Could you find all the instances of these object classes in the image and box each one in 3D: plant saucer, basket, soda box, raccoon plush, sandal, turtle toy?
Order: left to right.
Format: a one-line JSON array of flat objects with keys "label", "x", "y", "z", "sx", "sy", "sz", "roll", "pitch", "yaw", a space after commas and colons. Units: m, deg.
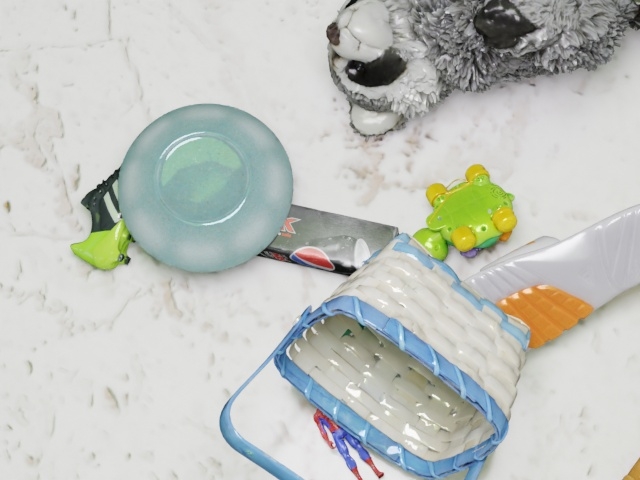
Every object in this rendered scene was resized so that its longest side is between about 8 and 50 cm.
[{"label": "plant saucer", "x": -0.127, "y": -0.064, "z": 1.616, "sx": 0.195, "sy": 0.037, "sz": 0.195, "roll": 0, "pitch": 75, "yaw": 2}, {"label": "soda box", "x": 0.000, "y": 0.000, "z": 1.641, "sx": 0.169, "sy": 0.053, "sz": 0.060, "roll": 12, "pitch": 76, "yaw": 8}, {"label": "basket", "x": 0.068, "y": 0.162, "z": 1.489, "sx": 0.255, "sy": 0.201, "sz": 0.289, "roll": 40, "pitch": 50, "yaw": -3}, {"label": "turtle toy", "x": 0.155, "y": -0.018, "z": 1.628, "sx": 0.130, "sy": 0.066, "sz": 0.095, "roll": -26, "pitch": 51, "yaw": 0}, {"label": "raccoon plush", "x": 0.219, "y": -0.208, "z": 1.657, "sx": 0.446, "sy": 0.299, "sz": 0.216, "roll": 18, "pitch": 57, "yaw": -24}, {"label": "sandal", "x": 0.267, "y": 0.037, "z": 1.600, "sx": 0.265, "sy": 0.076, "sz": 0.102, "roll": -25, "pitch": 99, "yaw": 9}]

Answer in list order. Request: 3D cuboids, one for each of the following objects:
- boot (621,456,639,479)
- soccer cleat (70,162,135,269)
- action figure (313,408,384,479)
[{"label": "boot", "x": 0.310, "y": 0.281, "z": 1.529, "sx": 0.295, "sy": 0.104, "sz": 0.211, "roll": 23, "pitch": 72, "yaw": 4}, {"label": "soccer cleat", "x": -0.224, "y": -0.055, "z": 1.670, "sx": 0.072, "sy": 0.060, "sz": 0.179, "roll": 20, "pitch": 80, "yaw": 10}, {"label": "action figure", "x": 0.024, "y": 0.211, "z": 1.597, "sx": 0.038, "sy": 0.030, "sz": 0.115, "roll": -35, "pitch": 73, "yaw": -1}]
